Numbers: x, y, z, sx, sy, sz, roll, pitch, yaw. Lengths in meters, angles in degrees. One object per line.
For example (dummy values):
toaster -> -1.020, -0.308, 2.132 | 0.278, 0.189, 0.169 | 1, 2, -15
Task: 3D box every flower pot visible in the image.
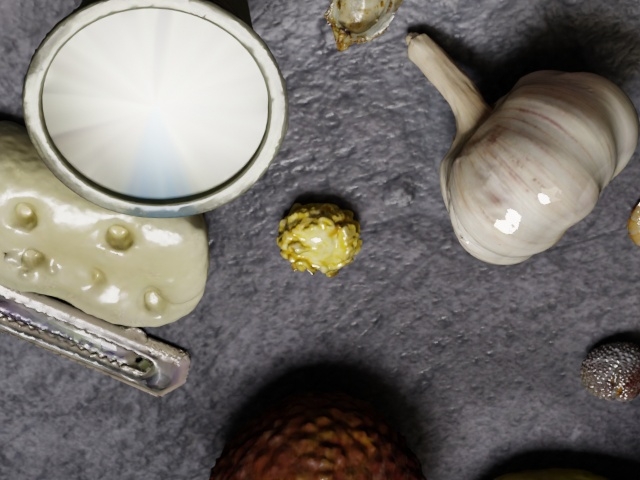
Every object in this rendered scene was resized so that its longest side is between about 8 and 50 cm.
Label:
flower pot -> -0.129, -0.161, 1.299 | 0.212, 0.203, 0.212 | 1, 128, 1

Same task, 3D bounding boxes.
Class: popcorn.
popcorn -> 0.000, 0.000, 1.516 | 0.082, 0.057, 0.083 | -20, 122, 7

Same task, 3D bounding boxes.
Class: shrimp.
shrimp -> 0.343, -0.032, 1.516 | 0.059, 0.023, 0.108 | 29, 122, -10

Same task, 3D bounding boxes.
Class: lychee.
lychee -> 0.313, 0.138, 1.616 | 0.083, 0.068, 0.067 | 7, 153, 22
lychee -> 0.000, 0.284, 1.620 | 0.260, 0.261, 0.261 | 0, 128, 0

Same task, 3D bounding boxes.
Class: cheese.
cheese -> -0.231, -0.005, 1.489 | 0.262, 0.093, 0.159 | 18, 127, -14

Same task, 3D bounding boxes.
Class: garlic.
garlic -> 0.159, -0.106, 1.382 | 0.226, 0.199, 0.199 | 47, 117, -1

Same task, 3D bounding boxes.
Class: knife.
knife -> -0.294, 0.074, 1.580 | 0.365, 0.043, 0.089 | 28, 124, -21

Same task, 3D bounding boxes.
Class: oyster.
oyster -> 0.039, -0.226, 1.360 | 0.086, 0.029, 0.132 | 41, 121, -20

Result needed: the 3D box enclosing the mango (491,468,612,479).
mango -> 0.287, 0.398, 1.742 | 0.253, 0.182, 0.365 | -22, 127, 21
